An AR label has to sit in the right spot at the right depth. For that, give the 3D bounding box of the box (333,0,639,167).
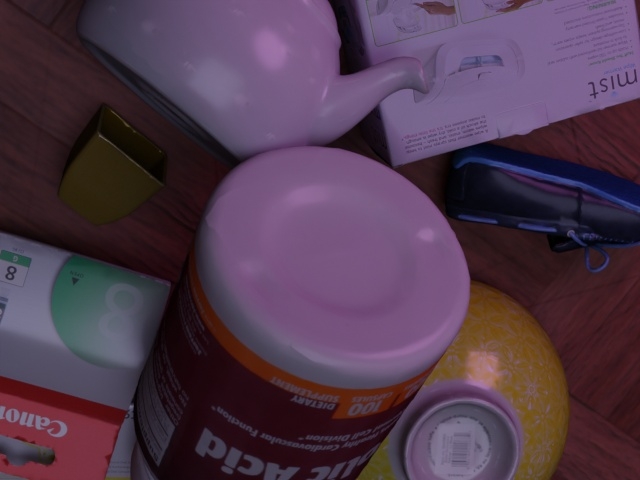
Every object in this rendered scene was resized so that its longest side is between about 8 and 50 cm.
[{"bbox_3d":[0.154,-0.219,1.173,0.262,0.127,0.231,-17,111,-7],"label":"box"}]

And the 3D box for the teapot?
[{"bbox_3d":[-0.077,-0.185,1.087,0.256,0.252,0.187,40,85,-31],"label":"teapot"}]

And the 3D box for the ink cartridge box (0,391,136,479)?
[{"bbox_3d":[-0.261,0.151,1.243,0.171,0.056,0.235,4,108,-13],"label":"ink cartridge box"}]

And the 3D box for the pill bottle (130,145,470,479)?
[{"bbox_3d":[-0.041,0.122,1.095,0.224,0.224,0.392,9,140,-15],"label":"pill bottle"}]

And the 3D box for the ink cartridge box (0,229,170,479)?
[{"bbox_3d":[-0.263,0.120,1.191,0.181,0.056,0.224,17,83,-12],"label":"ink cartridge box"}]

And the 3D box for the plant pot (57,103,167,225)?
[{"bbox_3d":[-0.203,-0.064,1.173,0.081,0.081,0.083,41,106,-21],"label":"plant pot"}]

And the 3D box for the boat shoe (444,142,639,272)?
[{"bbox_3d":[0.252,-0.031,1.282,0.258,0.109,0.089,17,111,0],"label":"boat shoe"}]

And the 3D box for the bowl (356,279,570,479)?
[{"bbox_3d":[0.128,0.191,1.262,0.290,0.156,0.289,-1,101,-5],"label":"bowl"}]
